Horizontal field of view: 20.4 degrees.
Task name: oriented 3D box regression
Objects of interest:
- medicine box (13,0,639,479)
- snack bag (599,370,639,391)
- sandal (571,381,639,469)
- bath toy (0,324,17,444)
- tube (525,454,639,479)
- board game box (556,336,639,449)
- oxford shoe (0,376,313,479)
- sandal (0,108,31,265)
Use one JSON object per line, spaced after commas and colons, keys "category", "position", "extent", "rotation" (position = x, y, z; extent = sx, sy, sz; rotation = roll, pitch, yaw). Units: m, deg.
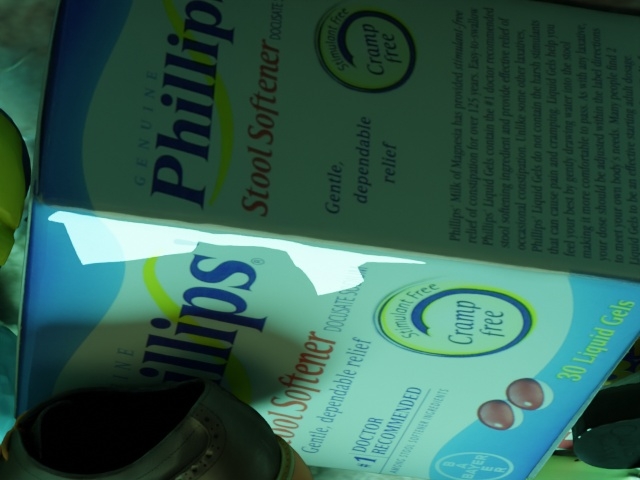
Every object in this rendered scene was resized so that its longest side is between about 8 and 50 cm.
{"category": "medicine box", "position": [0.000, 0.000, 0.901], "extent": [0.289, 0.149, 0.263], "rotation": [7, 151, -8]}
{"category": "snack bag", "position": [0.367, 0.098, 1.129], "extent": [0.342, 0.037, 0.323], "rotation": [24, 140, -35]}
{"category": "sandal", "position": [0.276, 0.106, 1.051], "extent": [0.254, 0.054, 0.097], "rotation": [-17, 144, 23]}
{"category": "bath toy", "position": [-0.064, 0.082, 1.093], "extent": [0.348, 0.151, 0.129], "rotation": [-1, 116, 7]}
{"category": "tube", "position": [0.198, 0.177, 1.213], "extent": [0.070, 0.062, 0.240], "rotation": [-18, 180, -19]}
{"category": "board game box", "position": [0.186, 0.072, 1.135], "extent": [0.124, 0.039, 0.259], "rotation": [1, 149, 1]}
{"category": "oxford shoe", "position": [-0.140, 0.120, 0.910], "extent": [0.271, 0.097, 0.098], "rotation": [-16, 126, 25]}
{"category": "sandal", "position": [-0.281, 0.023, 0.940], "extent": [0.317, 0.138, 0.126], "rotation": [-36, 117, 16]}
